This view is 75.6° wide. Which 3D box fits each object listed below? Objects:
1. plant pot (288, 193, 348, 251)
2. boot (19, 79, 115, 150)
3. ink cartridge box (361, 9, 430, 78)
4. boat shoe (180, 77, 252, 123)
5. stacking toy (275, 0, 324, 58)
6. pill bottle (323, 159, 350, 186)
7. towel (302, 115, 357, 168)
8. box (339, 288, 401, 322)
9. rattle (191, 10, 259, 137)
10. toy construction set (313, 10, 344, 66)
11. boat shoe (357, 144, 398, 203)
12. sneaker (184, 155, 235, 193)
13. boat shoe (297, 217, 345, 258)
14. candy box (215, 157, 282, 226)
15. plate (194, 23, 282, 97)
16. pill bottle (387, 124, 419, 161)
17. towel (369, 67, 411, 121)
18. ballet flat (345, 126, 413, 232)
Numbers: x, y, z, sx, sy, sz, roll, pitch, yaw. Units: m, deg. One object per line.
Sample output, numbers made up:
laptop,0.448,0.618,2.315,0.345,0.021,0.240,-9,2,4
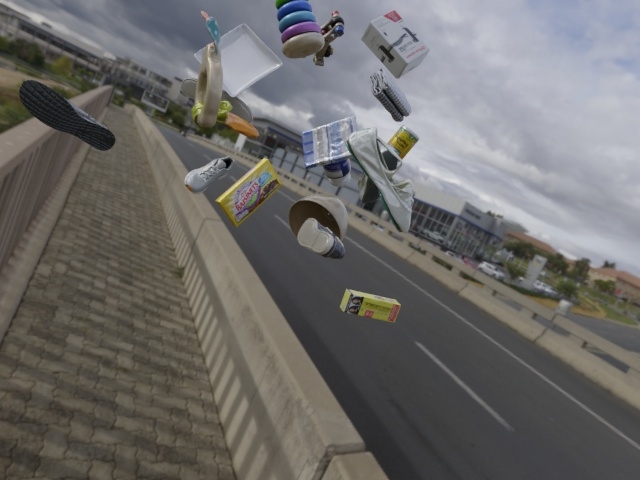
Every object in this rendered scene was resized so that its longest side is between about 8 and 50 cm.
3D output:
plant pot,0.019,-0.106,1.938,0.284,0.284,0.191,27,45,19
boot,-0.684,-0.336,1.116,0.246,0.083,0.161,38,-2,-43
ink cartridge box,0.367,-0.955,2.014,0.272,0.197,0.114,49,-28,2
boat shoe,-0.441,-0.611,1.807,0.335,0.112,0.095,27,18,-5
stacking toy,-0.093,-0.768,1.315,0.141,0.330,0.141,-15,6,2
pill bottle,0.084,-0.428,2.275,0.153,0.153,0.264,29,-23,31
towel,0.045,-0.459,1.938,0.285,0.209,0.034,-11,-16,22
box,0.201,0.264,1.660,0.233,0.087,0.058,16,11,-20
rattle,-0.170,-0.311,0.792,0.143,0.199,0.130,10,10,-13
toy construction set,-0.061,-0.908,1.809,0.308,0.258,0.237,59,-19,10
boat shoe,0.213,-0.270,1.635,0.320,0.118,0.103,104,-32,-62
sneaker,-0.466,-0.293,1.750,0.099,0.121,0.262,51,41,-12
boat shoe,0.000,0.000,1.046,0.065,0.075,0.206,31,3,-26
candy box,-0.212,-0.146,1.251,0.027,0.206,0.105,20,-31,46
plate,-0.352,-0.770,1.784,0.278,0.277,0.045,48,-13,9
pill bottle,0.403,-0.483,2.140,0.118,0.208,0.117,37,15,-11
towel,0.386,-0.824,2.341,0.235,0.121,0.283,37,29,-32
ballet flat,0.234,-0.202,1.387,0.400,0.139,0.139,56,-2,-17
